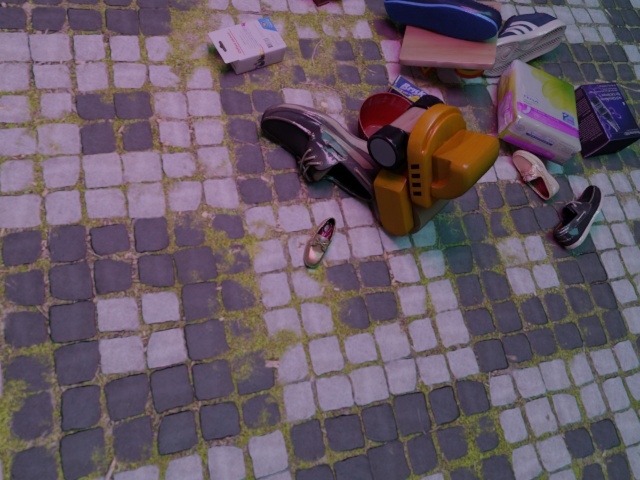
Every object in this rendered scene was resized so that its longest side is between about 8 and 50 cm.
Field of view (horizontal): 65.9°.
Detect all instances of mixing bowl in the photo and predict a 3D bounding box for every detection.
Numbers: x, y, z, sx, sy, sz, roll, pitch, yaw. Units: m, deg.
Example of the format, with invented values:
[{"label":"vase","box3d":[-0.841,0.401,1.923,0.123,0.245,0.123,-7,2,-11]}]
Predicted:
[{"label":"mixing bowl","box3d":[0.171,-0.286,1.305,0.182,0.098,0.181,6,67,-15]}]

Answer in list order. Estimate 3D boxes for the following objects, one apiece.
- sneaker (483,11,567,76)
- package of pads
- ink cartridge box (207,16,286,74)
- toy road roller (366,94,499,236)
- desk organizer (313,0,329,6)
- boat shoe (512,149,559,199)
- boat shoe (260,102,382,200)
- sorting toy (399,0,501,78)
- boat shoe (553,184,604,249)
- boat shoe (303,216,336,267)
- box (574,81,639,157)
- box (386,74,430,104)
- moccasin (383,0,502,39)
[{"label":"sneaker","box3d":[0.600,-0.636,1.574,0.350,0.131,0.148,-23,57,-18]},{"label":"package of pads","box3d":[0.640,-0.386,1.471,0.229,0.101,0.296,22,54,-9]},{"label":"ink cartridge box","box3d":[-0.195,-0.507,1.296,0.181,0.061,0.104,-26,79,-25]},{"label":"toy road roller","box3d":[0.267,-0.151,1.137,0.241,0.329,0.202,28,57,37]},{"label":"desk organizer","box3d":[-0.021,-0.759,1.453,0.047,0.050,0.130,-32,82,-25]},{"label":"boat shoe","box3d":[0.616,-0.188,1.426,0.170,0.063,0.059,45,58,2]},{"label":"boat shoe","box3d":[0.011,-0.212,1.210,0.356,0.132,0.130,25,64,-6]},{"label":"sorting toy","box3d":[0.378,-0.579,1.445,0.257,0.089,0.255,9,63,14]},{"label":"boat shoe","box3d":[0.738,-0.082,1.413,0.079,0.084,0.233,39,67,-1]},{"label":"boat shoe","box3d":[0.000,0.000,1.172,0.050,0.045,0.135,25,65,-7]},{"label":"box","box3d":[0.879,-0.380,1.557,0.153,0.108,0.207,-12,74,-22]},{"label":"box","box3d":[0.270,-0.392,1.402,0.169,0.054,0.059,32,64,-3]},{"label":"moccasin","box3d":[0.340,-0.656,1.358,0.342,0.137,0.116,27,81,21]}]
